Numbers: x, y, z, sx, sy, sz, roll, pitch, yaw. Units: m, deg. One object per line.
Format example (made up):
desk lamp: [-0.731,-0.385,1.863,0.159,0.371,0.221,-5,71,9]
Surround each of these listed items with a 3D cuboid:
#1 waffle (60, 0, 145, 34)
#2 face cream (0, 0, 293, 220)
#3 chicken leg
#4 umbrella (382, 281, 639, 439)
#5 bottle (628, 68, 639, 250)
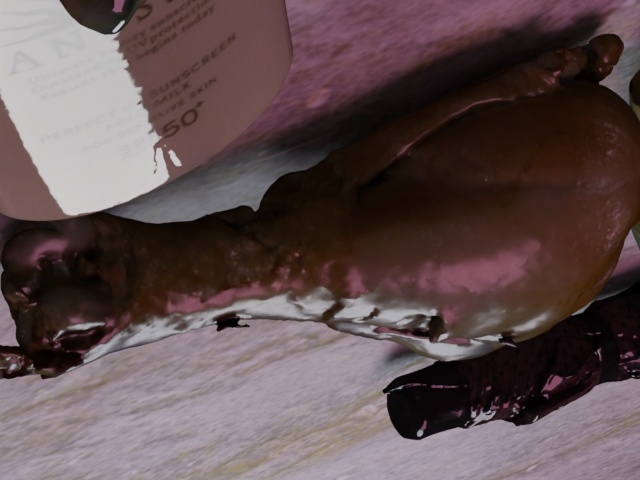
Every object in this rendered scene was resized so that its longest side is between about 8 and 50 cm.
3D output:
waffle: [0.017,-0.218,0.590,0.309,0.056,0.292,-55,179,-39]
face cream: [-0.102,-0.127,0.792,0.174,0.081,0.348,-29,158,-9]
chicken leg: [0.000,0.000,1.123,0.429,0.152,0.201,-11,141,-17]
umbrella: [0.203,0.095,1.567,0.326,0.090,0.094,-16,177,-23]
bottle: [0.246,-0.048,1.321,0.083,0.083,0.269,-28,155,4]
